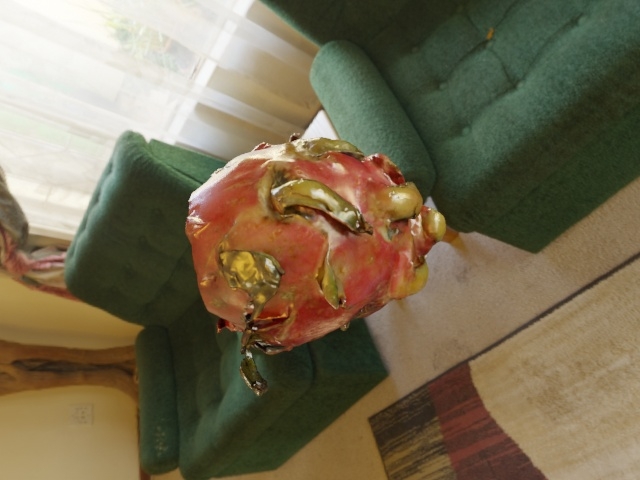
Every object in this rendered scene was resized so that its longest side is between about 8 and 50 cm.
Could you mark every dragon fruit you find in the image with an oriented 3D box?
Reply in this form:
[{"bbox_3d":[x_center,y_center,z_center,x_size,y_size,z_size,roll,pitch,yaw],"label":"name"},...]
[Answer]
[{"bbox_3d":[0.000,0.000,0.550,0.269,0.291,0.250,-96,2,-73],"label":"dragon fruit"}]
